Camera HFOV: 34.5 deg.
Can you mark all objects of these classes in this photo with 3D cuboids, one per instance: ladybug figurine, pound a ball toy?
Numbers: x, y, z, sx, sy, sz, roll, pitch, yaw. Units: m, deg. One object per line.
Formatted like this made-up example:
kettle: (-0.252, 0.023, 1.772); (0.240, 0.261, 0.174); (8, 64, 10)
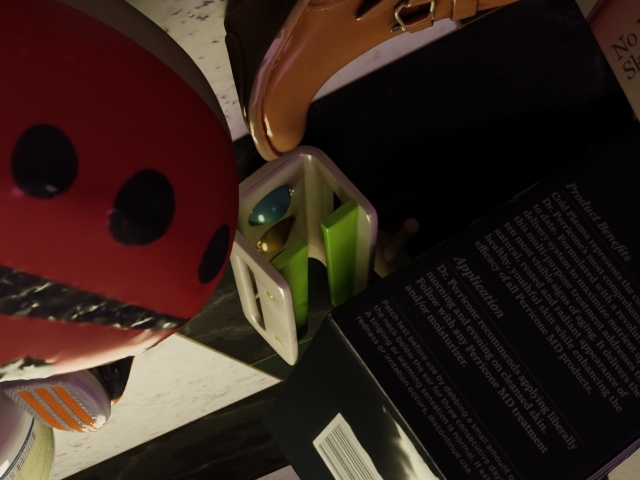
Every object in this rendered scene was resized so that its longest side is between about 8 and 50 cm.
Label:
ladybug figurine: (-0.214, -0.022, 0.661); (0.449, 0.162, 0.305); (13, 124, -48)
pound a ball toy: (0.000, 0.000, 1.134); (0.208, 0.135, 0.319); (-39, 162, -13)

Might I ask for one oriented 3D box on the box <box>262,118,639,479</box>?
box: (0.225, 0.160, 1.256); (0.472, 0.297, 0.480); (-29, 166, -22)

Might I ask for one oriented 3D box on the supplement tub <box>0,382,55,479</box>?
supplement tub: (-0.405, 0.208, 1.079); (0.236, 0.235, 0.325); (-14, 157, -16)

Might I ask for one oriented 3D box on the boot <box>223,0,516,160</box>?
boot: (0.037, -0.174, 0.769); (0.220, 0.109, 0.283); (-12, 143, -6)

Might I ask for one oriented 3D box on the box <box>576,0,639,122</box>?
box: (0.334, -0.173, 0.855); (0.127, 0.232, 0.148); (-6, 153, -32)

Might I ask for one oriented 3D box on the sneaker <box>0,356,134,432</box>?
sneaker: (-0.266, 0.012, 0.924); (0.125, 0.180, 0.321); (-6, 132, 26)
